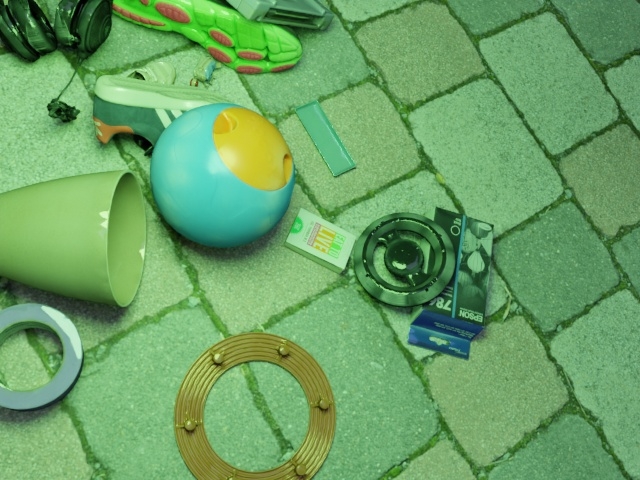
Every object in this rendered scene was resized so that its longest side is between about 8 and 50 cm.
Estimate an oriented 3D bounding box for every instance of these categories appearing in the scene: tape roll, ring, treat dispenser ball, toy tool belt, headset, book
[{"bbox_3d":[-0.535,0.215,1.189,0.189,0.080,0.189,5,72,-16],"label":"tape roll"},{"bbox_3d":[-0.124,0.351,1.306,0.336,0.032,0.337,5,71,-16],"label":"ring"},{"bbox_3d":[-0.194,-0.129,1.298,0.288,0.288,0.288,5,71,-16],"label":"treat dispenser ball"},{"bbox_3d":[-0.263,-0.382,1.487,0.051,0.052,0.083,18,69,-3],"label":"toy tool belt"},{"bbox_3d":[-0.547,-0.442,1.318,0.243,0.185,0.394,-7,97,-3],"label":"headset"},{"bbox_3d":[0.000,0.000,1.463,0.144,0.035,0.096,26,63,-7],"label":"book"}]

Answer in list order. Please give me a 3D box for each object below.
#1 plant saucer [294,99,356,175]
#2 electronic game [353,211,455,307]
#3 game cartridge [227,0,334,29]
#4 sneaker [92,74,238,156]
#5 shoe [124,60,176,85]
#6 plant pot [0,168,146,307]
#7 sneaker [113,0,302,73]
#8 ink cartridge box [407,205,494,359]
[{"bbox_3d":[0.010,-0.244,1.550,0.067,0.018,0.192,-27,84,-24],"label":"plant saucer"},{"bbox_3d":[0.189,0.041,1.467,0.229,0.048,0.229,-2,66,5],"label":"electronic game"},{"bbox_3d":[-0.132,-0.577,1.467,0.230,0.068,0.355,48,29,9],"label":"game cartridge"},{"bbox_3d":[-0.322,-0.254,1.401,0.350,0.148,0.131,2,28,-36],"label":"sneaker"},{"bbox_3d":[-0.400,-0.329,1.420,0.076,0.058,0.219,44,65,-1],"label":"shoe"},{"bbox_3d":[-0.493,-0.007,1.204,0.274,0.256,0.256,1,72,-1],"label":"plant pot"},{"bbox_3d":[-0.251,-0.545,1.474,0.482,0.185,0.202,23,65,-13],"label":"sneaker"},{"bbox_3d":[0.308,0.097,1.513,0.165,0.065,0.333,16,70,-14],"label":"ink cartridge box"}]
